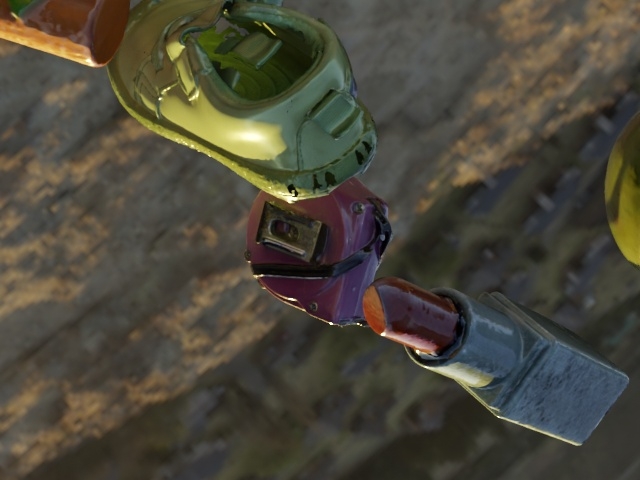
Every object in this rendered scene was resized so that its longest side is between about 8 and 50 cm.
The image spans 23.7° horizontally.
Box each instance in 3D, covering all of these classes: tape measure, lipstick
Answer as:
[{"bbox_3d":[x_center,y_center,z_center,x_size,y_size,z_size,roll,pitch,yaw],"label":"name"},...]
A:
[{"bbox_3d":[0.000,0.000,1.258,0.074,0.125,0.118,-4,109,-57],"label":"tape measure"},{"bbox_3d":[0.048,0.032,0.455,0.030,0.030,0.129,-54,142,8],"label":"lipstick"}]

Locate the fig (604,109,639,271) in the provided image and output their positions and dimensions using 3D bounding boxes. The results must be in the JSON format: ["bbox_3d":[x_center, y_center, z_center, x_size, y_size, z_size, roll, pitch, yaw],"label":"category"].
[{"bbox_3d":[0.331,-0.050,1.240,0.203,0.203,0.225,-43,134,-4],"label":"fig"}]

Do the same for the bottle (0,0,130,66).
[{"bbox_3d":[-0.229,-0.176,1.060,0.069,0.187,0.069,16,90,-81],"label":"bottle"}]

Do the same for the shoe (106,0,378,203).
[{"bbox_3d":[-0.057,-0.136,1.190,0.140,0.262,0.128,-31,143,-29],"label":"shoe"}]
